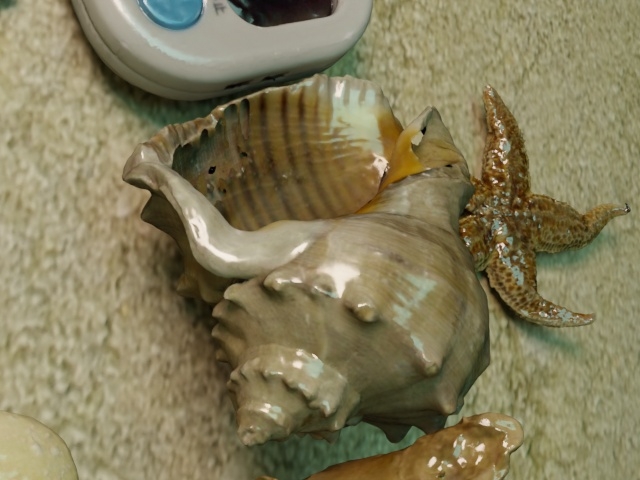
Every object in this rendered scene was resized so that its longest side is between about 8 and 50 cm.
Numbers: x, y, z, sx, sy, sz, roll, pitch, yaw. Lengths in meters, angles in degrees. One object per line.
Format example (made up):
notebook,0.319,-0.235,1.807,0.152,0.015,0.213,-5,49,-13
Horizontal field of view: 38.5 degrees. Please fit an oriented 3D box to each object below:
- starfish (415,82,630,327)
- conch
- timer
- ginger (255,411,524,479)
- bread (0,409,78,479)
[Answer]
starfish,0.163,-0.025,0.811,0.277,0.062,0.236,-16,86,-29
conch,-0.006,0.008,0.636,0.263,0.186,0.324,36,31,-4
timer,-0.089,-0.235,0.698,0.237,0.087,0.262,-19,85,-34
ginger,0.020,0.203,0.557,0.219,0.270,0.123,39,33,-37
bread,-0.251,0.230,0.506,0.316,0.054,0.316,10,71,-29
